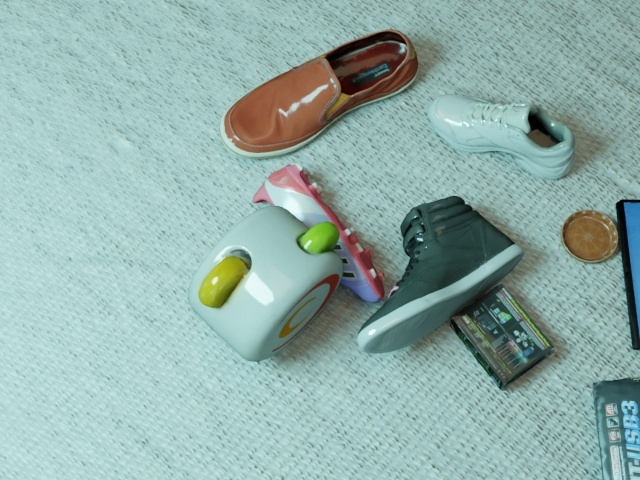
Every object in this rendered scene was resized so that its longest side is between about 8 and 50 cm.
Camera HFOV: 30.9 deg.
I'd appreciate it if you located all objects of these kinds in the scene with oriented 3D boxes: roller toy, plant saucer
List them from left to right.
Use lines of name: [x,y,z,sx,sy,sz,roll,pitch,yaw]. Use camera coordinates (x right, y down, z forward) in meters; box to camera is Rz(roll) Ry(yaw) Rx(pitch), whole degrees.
roller toy: [-0.080,0.056,1.569,0.146,0.191,0.209,42,61,14]
plant saucer: [0.393,-0.005,1.694,0.083,0.013,0.083,0,68,-1]

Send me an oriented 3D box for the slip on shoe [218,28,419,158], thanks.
slip on shoe: [-0.002,-0.226,1.732,0.331,0.101,0.123,-25,73,-9]

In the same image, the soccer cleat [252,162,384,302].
soccer cleat: [0.000,0.000,1.662,0.095,0.083,0.248,-38,75,9]

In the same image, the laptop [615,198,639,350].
laptop: [0.573,0.025,1.615,0.136,0.264,0.234,17,63,-40]

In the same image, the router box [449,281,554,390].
router box: [0.254,0.134,1.625,0.092,0.038,0.122,-33,73,-12]

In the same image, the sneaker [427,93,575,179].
sneaker: [0.273,-0.176,1.705,0.232,0.115,0.090,18,69,6]

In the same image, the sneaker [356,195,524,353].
sneaker: [0.134,0.042,1.616,0.296,0.104,0.147,-30,68,-28]

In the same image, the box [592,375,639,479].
box: [0.514,0.312,1.488,0.293,0.073,0.295,-11,65,21]
